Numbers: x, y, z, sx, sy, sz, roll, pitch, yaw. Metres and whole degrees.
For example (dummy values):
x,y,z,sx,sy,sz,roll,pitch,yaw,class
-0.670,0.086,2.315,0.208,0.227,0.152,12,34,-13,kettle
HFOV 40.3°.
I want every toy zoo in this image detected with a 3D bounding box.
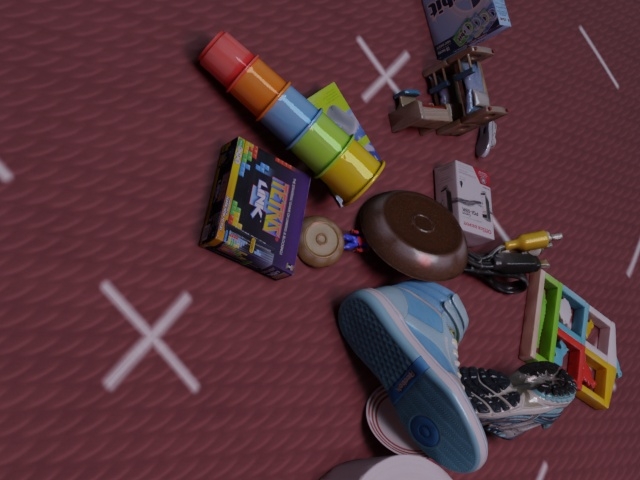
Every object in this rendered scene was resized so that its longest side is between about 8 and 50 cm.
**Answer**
x,y,z,sx,sy,sz,roll,pitch,yaw,class
0.506,0.207,1.720,0.293,0.030,0.192,34,56,-27,toy zoo

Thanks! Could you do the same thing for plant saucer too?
x,y,z,sx,sy,sz,roll,pitch,yaw,class
0.000,0.000,1.343,0.083,0.015,0.083,4,76,-17,plant saucer
0.163,-0.019,1.437,0.199,0.036,0.198,15,42,-15,plant saucer

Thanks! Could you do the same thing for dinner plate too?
x,y,z,sx,sy,sz,roll,pitch,yaw,class
0.137,0.278,1.345,0.141,0.017,0.141,9,45,-9,dinner plate

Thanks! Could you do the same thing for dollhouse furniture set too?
x,y,z,sx,sy,sz,roll,pitch,yaw,class
0.225,-0.272,1.575,0.184,0.129,0.129,-3,77,-42,dollhouse furniture set

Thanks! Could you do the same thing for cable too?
x,y,z,sx,sy,sz,roll,pitch,yaw,class
0.295,0.034,1.573,0.287,0.139,0.072,4,46,-20,cable

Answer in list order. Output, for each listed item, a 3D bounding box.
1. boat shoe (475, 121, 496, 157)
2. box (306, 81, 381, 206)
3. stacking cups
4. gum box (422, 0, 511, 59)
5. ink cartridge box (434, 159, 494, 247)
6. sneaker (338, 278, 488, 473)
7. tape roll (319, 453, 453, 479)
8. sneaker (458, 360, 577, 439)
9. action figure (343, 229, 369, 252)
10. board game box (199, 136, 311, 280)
x,y,z,sx,sy,sz,roll,pitch,yaw,class
0.329,-0.197,1.706,0.035,0.035,0.100,32,50,-26,boat shoe
0.027,-0.157,1.423,0.109,0.042,0.178,-40,102,-41,box
-0.043,-0.193,1.319,0.316,0.096,0.096,44,51,-8,stacking cups
0.269,-0.461,1.660,0.041,0.157,0.184,-6,79,-42,gum box
0.262,-0.065,1.585,0.099,0.056,0.135,14,66,-38,ink cartridge box
0.191,0.186,1.348,0.208,0.127,0.319,-19,70,-45,sneaker
0.100,0.452,1.237,0.286,0.100,0.286,16,65,-37,tape roll
0.297,0.287,1.460,0.283,0.122,0.110,1,32,-22,sneaker
0.051,0.002,1.400,0.115,0.030,0.038,-3,72,-43,action figure
-0.092,-0.045,1.277,0.141,0.048,0.170,26,60,-31,board game box
